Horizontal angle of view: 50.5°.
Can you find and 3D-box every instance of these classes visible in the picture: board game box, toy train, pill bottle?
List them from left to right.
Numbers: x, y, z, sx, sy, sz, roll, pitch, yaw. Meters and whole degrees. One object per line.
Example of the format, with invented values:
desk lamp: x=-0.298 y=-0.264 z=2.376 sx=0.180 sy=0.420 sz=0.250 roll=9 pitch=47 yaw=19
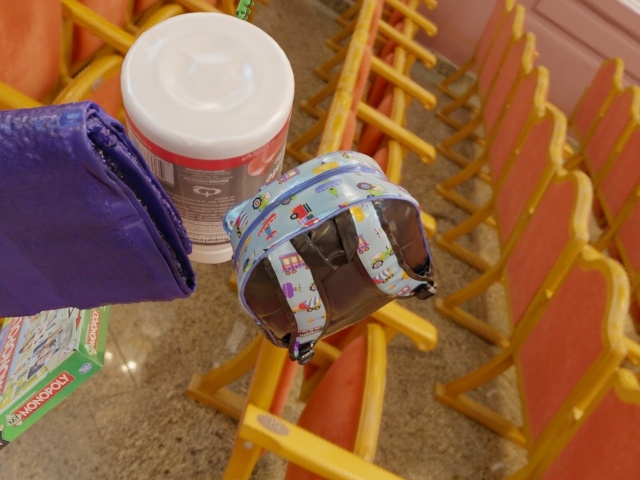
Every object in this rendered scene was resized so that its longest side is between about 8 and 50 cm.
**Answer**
board game box: x=-0.389 y=0.127 z=0.978 sx=0.046 sy=0.213 sz=0.317 roll=45 pitch=13 yaw=-31
pill bottle: x=-0.133 y=-0.096 z=0.813 sx=0.176 sy=0.319 sz=0.177 roll=4 pitch=63 yaw=-7
toy train: x=-0.122 y=-0.412 z=1.147 sx=0.023 sy=0.083 sz=0.017 roll=36 pitch=19 yaw=20

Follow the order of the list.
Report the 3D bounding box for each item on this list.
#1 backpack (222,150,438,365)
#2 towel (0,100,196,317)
backpack: x=0.000 y=0.000 z=0.518 sx=0.117 sy=0.158 sz=0.173 roll=63 pitch=0 yaw=28
towel: x=-0.279 y=-0.018 z=0.564 sx=0.308 sy=0.228 sz=0.076 roll=-6 pitch=53 yaw=8
